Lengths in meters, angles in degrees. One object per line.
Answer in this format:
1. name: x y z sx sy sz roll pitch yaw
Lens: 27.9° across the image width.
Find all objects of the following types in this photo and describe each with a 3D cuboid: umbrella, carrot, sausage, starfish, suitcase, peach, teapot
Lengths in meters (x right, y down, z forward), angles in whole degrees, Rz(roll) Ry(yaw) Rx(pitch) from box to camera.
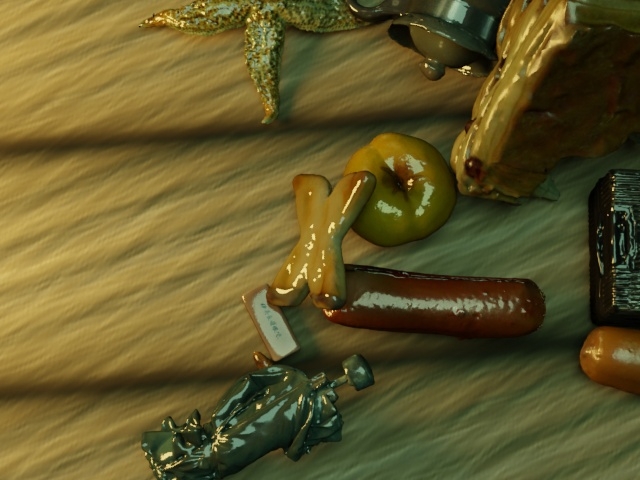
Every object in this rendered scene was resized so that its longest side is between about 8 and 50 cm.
1. umbrella: -0.082 0.260 1.831 0.349 0.094 0.143 -29 92 4
2. carrot: -0.041 0.222 1.889 0.165 0.035 0.035 44 79 8
3. sausage: 0.165 0.094 1.898 0.330 0.102 0.102 5 77 -2
4. starfish: -0.083 -0.388 2.014 0.347 0.078 0.357 33 78 8
5. suitcase: 0.571 0.020 1.909 0.335 0.152 0.229 2 76 0
6. sausage: 0.501 0.185 1.895 0.238 0.098 0.098 13 77 -1
7. peach: 0.114 -0.076 1.931 0.179 0.103 0.179 1 74 -4
8. teapot: 0.186 -0.388 1.947 0.305 0.223 0.285 24 84 -12

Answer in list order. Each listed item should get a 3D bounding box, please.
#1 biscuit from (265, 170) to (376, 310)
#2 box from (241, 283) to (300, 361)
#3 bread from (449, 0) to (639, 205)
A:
1. biscuit: 0.001 0.000 1.871 0.047 0.164 0.207 25 74 -41
2. box: -0.074 0.122 1.916 0.048 0.025 0.115 -25 79 -9
3. bread: 0.376 -0.219 1.883 0.314 0.370 0.191 7 38 -22
